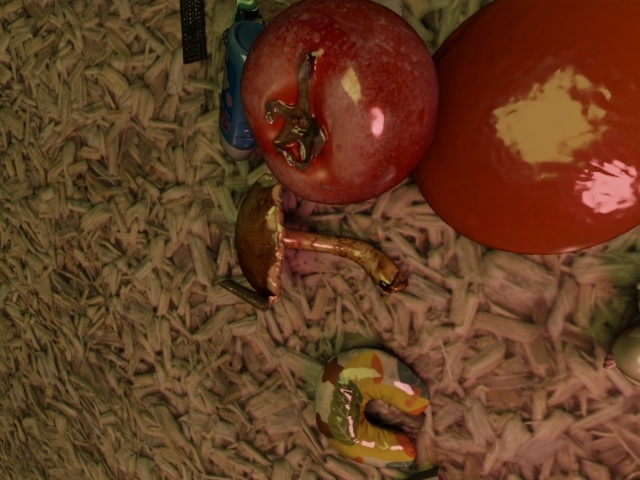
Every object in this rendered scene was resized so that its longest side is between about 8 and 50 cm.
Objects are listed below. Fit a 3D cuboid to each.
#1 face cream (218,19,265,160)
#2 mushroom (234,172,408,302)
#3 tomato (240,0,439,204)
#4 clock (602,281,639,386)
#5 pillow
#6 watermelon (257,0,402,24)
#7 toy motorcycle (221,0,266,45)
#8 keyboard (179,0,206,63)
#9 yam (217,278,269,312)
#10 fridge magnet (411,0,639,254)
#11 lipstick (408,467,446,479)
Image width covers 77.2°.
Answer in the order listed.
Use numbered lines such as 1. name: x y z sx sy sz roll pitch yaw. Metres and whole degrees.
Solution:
1. face cream: -0.141 -0.255 0.738 0.264 0.083 0.148 119 146 -54
2. mushroom: -0.026 0.018 0.760 0.302 0.232 0.208 27 125 -25
3. tomato: 0.033 -0.187 0.553 0.271 0.227 0.270 25 133 29
4. clock: 0.490 0.128 0.543 0.144 0.103 0.230 16 104 14
5. pillow: 0.092 0.315 0.765 0.214 0.086 0.233 15 100 12
6. watermelon: 0.017 -0.364 0.647 0.242 0.094 0.153 12 76 -4
7. toy motorcycle: -0.129 -0.443 0.781 0.100 0.058 0.173 30 106 13
8. keyboard: -0.278 -0.492 0.868 0.067 0.011 0.202 1 96 25
9. yam: -0.172 0.115 0.882 0.130 0.027 0.033 27 146 17
10. fridge magnet: 0.300 -0.159 0.558 0.364 0.155 0.362 5 102 28
11. lipstick: 0.174 0.472 0.767 0.129 0.030 0.030 -33 83 24
